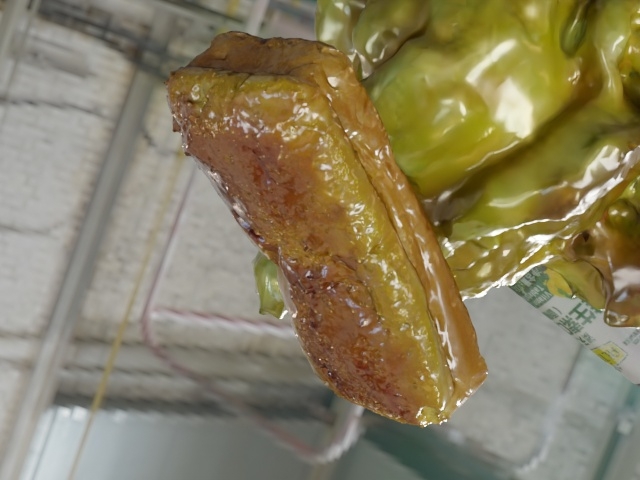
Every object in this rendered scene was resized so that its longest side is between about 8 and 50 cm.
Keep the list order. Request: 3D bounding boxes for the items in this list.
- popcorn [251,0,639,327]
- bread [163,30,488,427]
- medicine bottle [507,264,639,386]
[{"bbox_3d":[0.107,-0.082,1.226,0.321,0.290,0.325,0,166,-7],"label":"popcorn"},{"bbox_3d":[0.001,-0.002,1.020,0.139,0.077,0.271,12,139,42],"label":"bread"},{"bbox_3d":[0.272,0.035,1.475,0.293,0.141,0.141,37,-170,0],"label":"medicine bottle"}]
